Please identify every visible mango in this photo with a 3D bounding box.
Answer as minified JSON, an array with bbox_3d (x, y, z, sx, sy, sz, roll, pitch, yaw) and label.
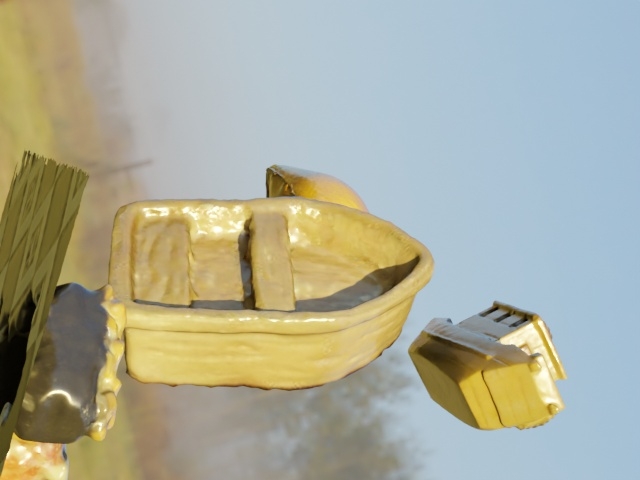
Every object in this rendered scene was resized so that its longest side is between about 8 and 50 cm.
[{"bbox_3d":[0.000,0.000,1.374,0.187,0.066,0.101,-131,-147,-56],"label":"mango"}]

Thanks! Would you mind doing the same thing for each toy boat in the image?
[{"bbox_3d":[0.111,0.078,1.220,0.057,0.077,0.200,65,-8,-9],"label":"toy boat"},{"bbox_3d":[-0.029,0.031,1.123,0.116,0.188,0.061,-95,-173,-53],"label":"toy boat"}]

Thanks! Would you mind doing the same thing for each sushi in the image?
[{"bbox_3d":[-0.146,0.087,0.949,0.290,0.050,0.264,-171,-83,-74],"label":"sushi"}]
